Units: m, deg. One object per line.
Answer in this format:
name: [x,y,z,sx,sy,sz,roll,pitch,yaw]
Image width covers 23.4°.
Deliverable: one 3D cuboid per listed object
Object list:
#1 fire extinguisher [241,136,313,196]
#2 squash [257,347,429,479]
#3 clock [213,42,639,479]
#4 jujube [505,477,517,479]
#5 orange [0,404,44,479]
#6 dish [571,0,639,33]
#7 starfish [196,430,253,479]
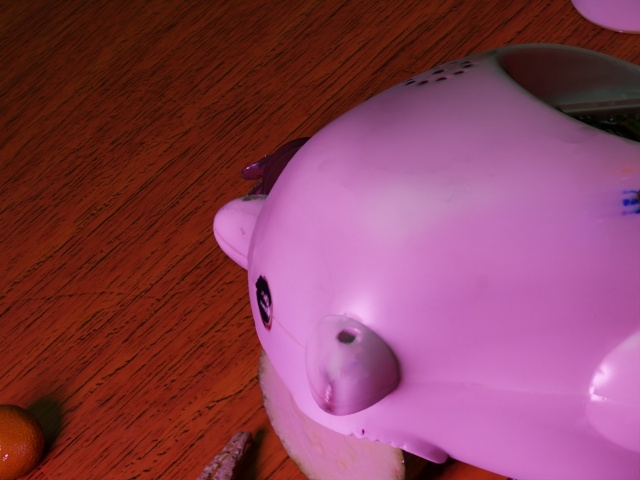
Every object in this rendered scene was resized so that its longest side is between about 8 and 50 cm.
fire extinguisher: [0.000,0.000,1.478,0.141,0.105,0.341,-30,36,4]
squash: [0.039,0.120,1.255,0.123,0.170,0.170,-37,31,-28]
clock: [0.139,0.006,1.077,0.377,0.250,0.368,-4,28,-20]
jujube: [0.178,0.206,1.078,0.104,0.104,0.166,-45,31,-17]
orange: [-0.312,0.198,1.521,0.085,0.085,0.085,-23,35,17]
dish: [0.385,-0.362,1.593,0.324,0.124,0.324,-23,35,17]
starfish: [-0.128,0.264,1.307,0.247,0.050,0.138,-39,32,-13]
